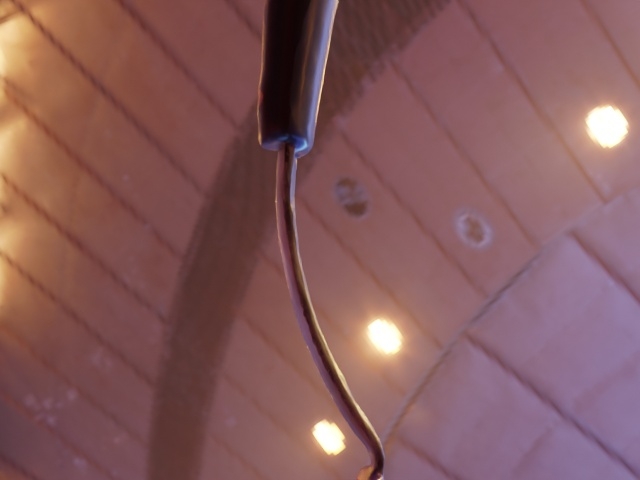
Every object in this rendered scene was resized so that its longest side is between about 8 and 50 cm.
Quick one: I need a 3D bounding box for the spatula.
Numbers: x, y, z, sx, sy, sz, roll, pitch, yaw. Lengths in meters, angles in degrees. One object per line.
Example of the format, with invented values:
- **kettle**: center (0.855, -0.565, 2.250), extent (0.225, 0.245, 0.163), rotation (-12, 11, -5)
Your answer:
- **spatula**: center (0.000, 0.000, 0.384), extent (0.084, 0.030, 0.296), rotation (70, 20, -87)
